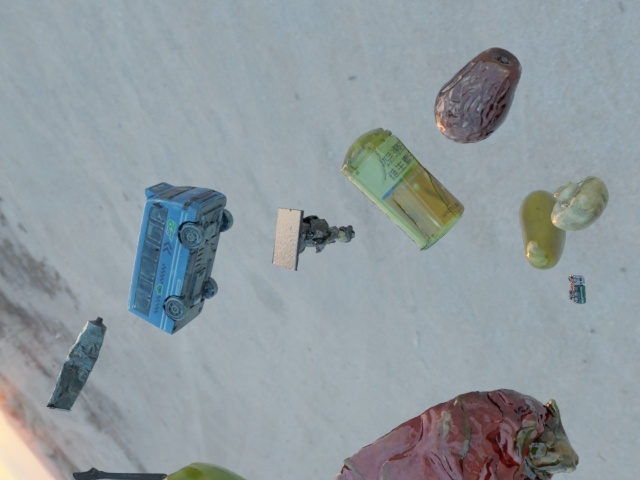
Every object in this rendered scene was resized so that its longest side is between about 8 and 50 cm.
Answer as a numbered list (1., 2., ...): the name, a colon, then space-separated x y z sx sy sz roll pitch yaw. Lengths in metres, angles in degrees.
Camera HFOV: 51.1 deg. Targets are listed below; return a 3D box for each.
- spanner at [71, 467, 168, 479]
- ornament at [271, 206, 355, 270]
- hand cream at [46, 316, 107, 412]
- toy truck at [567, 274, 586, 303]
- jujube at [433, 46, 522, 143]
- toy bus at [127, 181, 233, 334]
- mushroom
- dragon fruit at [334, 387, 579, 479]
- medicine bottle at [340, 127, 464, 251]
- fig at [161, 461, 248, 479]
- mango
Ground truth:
1. spanner: -0.442 0.522 1.478 0.046 0.208 0.012 -104 20 -69
2. ornament: 0.000 0.000 1.736 0.166 0.195 0.153 -167 81 -64
3. hand cream: -0.599 0.308 1.671 0.075 0.248 0.052 29 167 -36
4. toy truck: 0.723 0.137 1.882 0.039 0.044 0.083 -108 14 -88
5. jujube: 0.380 -0.348 1.613 0.190 0.190 0.255 44 145 16
6. toy bus: -0.246 0.025 1.149 0.134 0.113 0.247 22 114 14
7. mushroom: 0.611 -0.088 1.587 0.112 0.148 0.148 48 152 -4
8. dragon fruit: 0.205 0.292 0.791 0.205 0.316 0.152 -57 38 27
9. medicine bottle: 0.147 -0.100 1.239 0.239 0.124 0.124 45 152 -1
10. fig: -0.126 0.460 0.901 0.326 0.258 0.258 57 152 5
11. mango: 0.688 -0.025 2.074 0.142 0.332 0.195 -8 131 25
